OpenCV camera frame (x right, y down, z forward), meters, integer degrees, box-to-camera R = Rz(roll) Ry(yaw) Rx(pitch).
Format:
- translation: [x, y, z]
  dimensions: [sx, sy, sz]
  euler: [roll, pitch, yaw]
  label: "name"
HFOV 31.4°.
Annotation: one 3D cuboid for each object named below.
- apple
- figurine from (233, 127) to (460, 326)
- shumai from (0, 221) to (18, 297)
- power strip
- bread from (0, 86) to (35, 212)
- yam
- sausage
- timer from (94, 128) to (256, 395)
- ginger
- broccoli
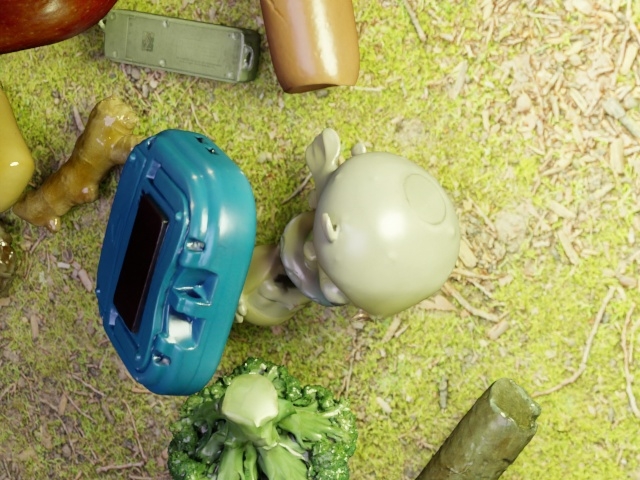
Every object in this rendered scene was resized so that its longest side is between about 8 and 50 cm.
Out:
- translation: [-0.414, -0.403, 1.585]
  dimensions: [0.317, 0.288, 0.288]
  euler: [-24, 87, 6]
  label: "apple"
- translation: [0.000, 0.000, 1.515]
  dimensions: [0.394, 0.226, 0.274]
  euler: [-31, 62, 43]
  label: "figurine"
- translation: [-0.611, 0.042, 1.852]
  dimensions: [0.206, 0.175, 0.166]
  euler: [-28, 85, 34]
  label: "shumai"
- translation: [-0.199, -0.279, 1.630]
  dimensions: [0.272, 0.052, 0.078]
  euler: [13, 105, 26]
  label: "power strip"
- translation: [-0.540, -0.148, 1.798]
  dimensions: [0.147, 0.098, 0.217]
  euler: [-50, 56, 27]
  label: "bread"
- translation: [0.190, 0.297, 1.489]
  dimensions: [0.093, 0.093, 0.259]
  euler: [41, 116, 17]
  label: "yam"
- translation: [-0.025, -0.342, 1.478]
  dimensions: [0.121, 0.121, 0.304]
  euler: [-9, 93, 31]
  label: "sausage"
- translation: [-0.210, 0.026, 1.587]
  dimensions: [0.309, 0.115, 0.340]
  euler: [44, 121, 52]
  label: "timer"
- translation: [-0.372, -0.108, 1.754]
  dimensions: [0.299, 0.065, 0.118]
  euler: [-35, 75, 33]
  label: "ginger"
- translation: [-0.081, 0.269, 1.557]
  dimensions: [0.270, 0.270, 0.270]
  euler: [32, 153, 21]
  label: "broccoli"
